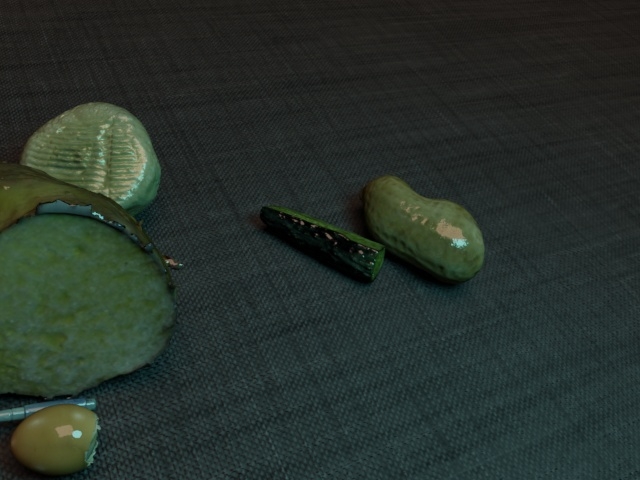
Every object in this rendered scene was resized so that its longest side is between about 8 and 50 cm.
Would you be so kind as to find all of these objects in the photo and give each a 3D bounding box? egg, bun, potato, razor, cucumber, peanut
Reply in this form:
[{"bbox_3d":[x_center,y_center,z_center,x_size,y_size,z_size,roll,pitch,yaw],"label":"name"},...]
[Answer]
[{"bbox_3d":[-0.302,0.227,0.723,0.096,0.080,0.080,10,44,-10],"label":"egg"},{"bbox_3d":[-0.360,-0.107,0.999,0.220,0.134,0.220,-1,70,4],"label":"bun"},{"bbox_3d":[-0.349,0.022,0.815,0.301,0.289,0.237,-30,35,-2],"label":"potato"},{"bbox_3d":[-0.340,0.207,0.760,0.135,0.068,0.040,0,47,-30],"label":"razor"},{"bbox_3d":[0.000,0.003,1.043,0.211,0.062,0.078,21,11,15],"label":"cucumber"},{"bbox_3d":[0.165,-0.024,1.066,0.253,0.122,0.137,30,46,22],"label":"peanut"}]
